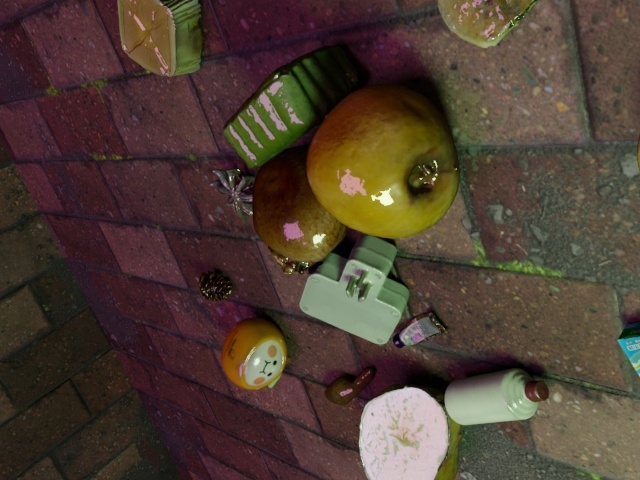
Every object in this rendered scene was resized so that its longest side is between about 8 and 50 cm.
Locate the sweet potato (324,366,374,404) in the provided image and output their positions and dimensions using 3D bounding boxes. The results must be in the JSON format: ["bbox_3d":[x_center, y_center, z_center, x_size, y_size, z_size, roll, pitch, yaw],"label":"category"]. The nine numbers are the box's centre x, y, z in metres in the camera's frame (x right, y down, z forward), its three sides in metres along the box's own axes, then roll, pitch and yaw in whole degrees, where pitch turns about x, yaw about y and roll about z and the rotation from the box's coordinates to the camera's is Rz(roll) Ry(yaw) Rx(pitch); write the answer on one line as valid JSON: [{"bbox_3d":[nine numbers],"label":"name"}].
[{"bbox_3d":[0.074,0.414,1.850,0.075,0.074,0.269,51,141,2],"label":"sweet potato"}]

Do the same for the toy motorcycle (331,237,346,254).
[{"bbox_3d":[0.000,0.000,1.589,0.106,0.074,0.190,36,142,37],"label":"toy motorcycle"}]

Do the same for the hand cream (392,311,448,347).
[{"bbox_3d":[0.228,0.210,1.534,0.062,0.039,0.163,55,139,1],"label":"hand cream"}]

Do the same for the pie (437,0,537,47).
[{"bbox_3d":[0.250,-0.398,0.970,0.185,0.052,0.218,53,143,10],"label":"pie"}]

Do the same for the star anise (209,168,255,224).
[{"bbox_3d":[-0.201,-0.117,1.717,0.204,0.061,0.181,-5,117,51],"label":"star anise"}]

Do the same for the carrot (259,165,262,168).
[{"bbox_3d":[-0.091,-0.133,1.555,0.186,0.060,0.060,63,146,11],"label":"carrot"}]

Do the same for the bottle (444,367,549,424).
[{"bbox_3d":[0.376,0.329,1.402,0.104,0.104,0.245,55,145,-2],"label":"bottle"}]

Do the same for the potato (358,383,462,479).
[{"bbox_3d":[0.238,0.471,1.629,0.246,0.196,0.300,28,109,28],"label":"potato"}]

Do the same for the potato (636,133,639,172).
[{"bbox_3d":[0.494,-0.077,0.893,0.098,0.138,0.243,-7,111,56],"label":"potato"}]

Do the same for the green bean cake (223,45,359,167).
[{"bbox_3d":[-0.052,-0.263,1.285,0.248,0.222,0.125,-25,102,51],"label":"green bean cake"}]

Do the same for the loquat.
[{"bbox_3d":[0.104,-0.137,1.179,0.274,0.275,0.275,30,139,30],"label":"loquat"}]

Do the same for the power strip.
[{"bbox_3d":[0.080,0.122,1.493,0.229,0.141,0.261,24,140,4],"label":"power strip"}]

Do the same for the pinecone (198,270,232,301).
[{"bbox_3d":[-0.328,0.148,2.068,0.109,0.102,0.102,27,138,17],"label":"pinecone"}]

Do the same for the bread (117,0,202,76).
[{"bbox_3d":[-0.368,-0.496,1.544,0.192,0.110,0.210,30,139,20],"label":"bread"}]

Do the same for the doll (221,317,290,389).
[{"bbox_3d":[-0.178,0.345,2.004,0.213,0.214,0.236,6,166,47],"label":"doll"}]

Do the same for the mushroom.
[{"bbox_3d":[-0.045,-0.064,1.405,0.263,0.195,0.283,13,105,45],"label":"mushroom"}]

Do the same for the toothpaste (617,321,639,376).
[{"bbox_3d":[0.604,0.256,1.125,0.065,0.050,0.267,-25,100,52],"label":"toothpaste"}]
